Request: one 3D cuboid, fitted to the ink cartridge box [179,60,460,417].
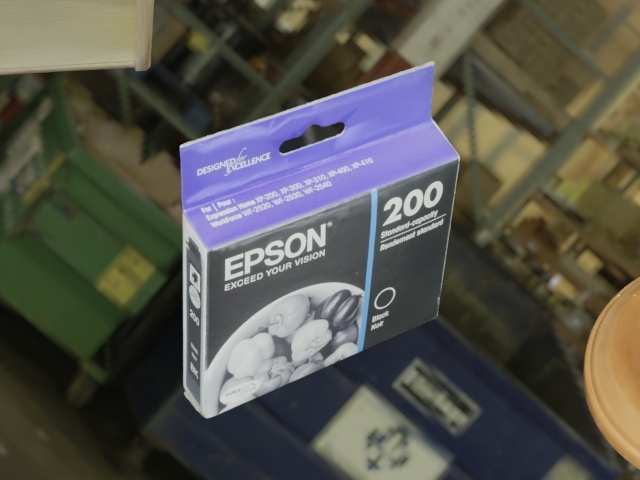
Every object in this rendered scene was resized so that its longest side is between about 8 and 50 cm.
[{"bbox_3d":[0.000,0.000,1.153,0.045,0.206,0.208,42,-37,40],"label":"ink cartridge box"}]

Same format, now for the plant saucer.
[{"bbox_3d":[0.298,0.093,1.278,0.200,0.200,0.037,45,-16,33],"label":"plant saucer"}]

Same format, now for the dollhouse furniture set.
[{"bbox_3d":[-0.325,-0.385,1.810,0.362,0.256,0.394,105,-22,-61],"label":"dollhouse furniture set"}]
